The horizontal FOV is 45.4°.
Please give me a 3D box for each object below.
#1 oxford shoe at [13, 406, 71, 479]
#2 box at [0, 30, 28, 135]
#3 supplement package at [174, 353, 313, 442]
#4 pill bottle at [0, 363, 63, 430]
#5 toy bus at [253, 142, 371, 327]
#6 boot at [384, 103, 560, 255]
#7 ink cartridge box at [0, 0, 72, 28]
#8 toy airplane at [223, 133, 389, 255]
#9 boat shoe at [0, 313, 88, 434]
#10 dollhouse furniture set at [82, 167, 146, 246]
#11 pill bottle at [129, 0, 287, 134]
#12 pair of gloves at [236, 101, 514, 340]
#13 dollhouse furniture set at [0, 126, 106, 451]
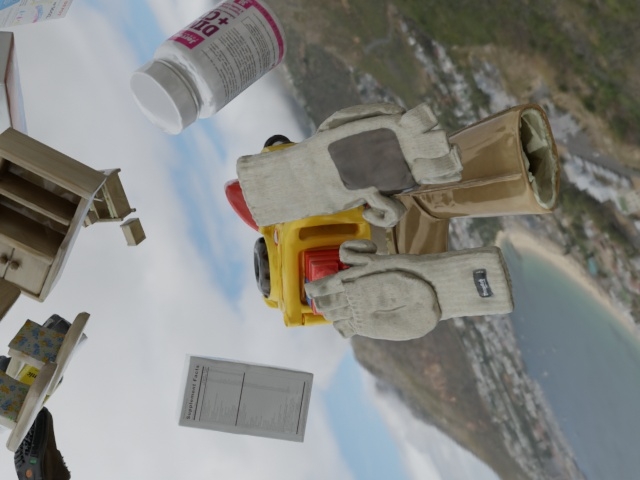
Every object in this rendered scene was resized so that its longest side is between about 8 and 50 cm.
[{"bbox_3d":[-0.534,0.434,1.480,0.096,0.082,0.227,34,-141,-51],"label":"oxford shoe"},{"bbox_3d":[-0.433,-0.162,0.978,0.130,0.091,0.171,-106,19,-45],"label":"box"},{"bbox_3d":[-0.153,0.307,1.505,0.134,0.244,0.139,155,126,-75],"label":"supplement package"},{"bbox_3d":[-0.460,0.241,1.199,0.065,0.065,0.116,64,-153,-23],"label":"pill bottle"},{"bbox_3d":[0.000,0.000,0.927,0.211,0.149,0.220,-129,36,-73],"label":"toy bus"},{"bbox_3d":[0.195,-0.038,1.015,0.269,0.089,0.236,-7,102,55],"label":"boot"},{"bbox_3d":[-0.414,-0.370,1.079,0.143,0.092,0.090,-29,-95,-45],"label":"ink cartridge box"},{"bbox_3d":[0.050,-0.027,1.455,0.386,0.384,0.273,-3,-70,-59],"label":"toy airplane"},{"bbox_3d":[-0.585,0.264,1.464,0.102,0.301,0.108,38,151,1],"label":"boat shoe"},{"bbox_3d":[-0.509,-0.048,1.734,0.161,0.101,0.182,-48,-50,-52],"label":"dollhouse furniture set"},{"bbox_3d":[-0.209,-0.332,1.439,0.160,0.283,0.160,32,150,22],"label":"pill bottle"},{"bbox_3d":[0.054,-0.011,0.719,0.240,0.204,0.042,61,-155,-23],"label":"pair of gloves"},{"bbox_3d":[-0.314,0.028,0.712,0.212,0.161,0.242,27,-150,-9],"label":"dollhouse furniture set"}]
